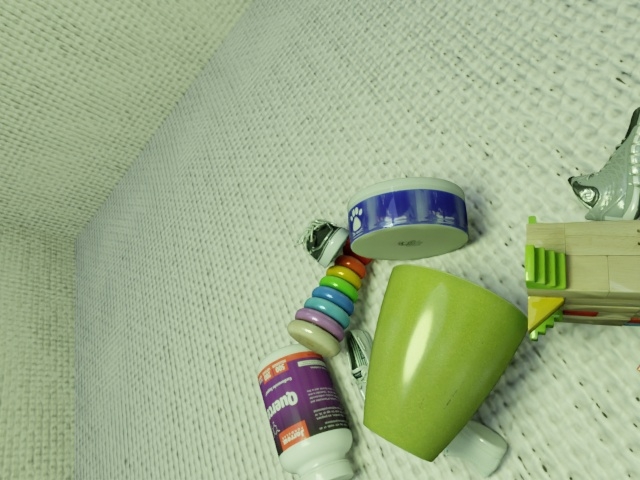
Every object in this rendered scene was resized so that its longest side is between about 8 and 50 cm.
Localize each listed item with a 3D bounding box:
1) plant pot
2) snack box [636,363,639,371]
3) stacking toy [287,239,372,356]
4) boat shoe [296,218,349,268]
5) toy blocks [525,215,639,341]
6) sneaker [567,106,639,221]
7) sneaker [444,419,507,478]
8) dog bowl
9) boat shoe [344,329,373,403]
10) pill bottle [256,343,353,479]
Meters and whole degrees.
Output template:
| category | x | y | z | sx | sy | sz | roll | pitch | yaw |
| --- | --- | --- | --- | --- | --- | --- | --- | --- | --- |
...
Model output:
| category | x | y | z | sx | sy | sz | roll | pitch | yaw |
| --- | --- | --- | --- | --- | --- | --- | --- | --- | --- |
| plant pot | 0.201 | 0.238 | 0.818 | 0.274 | 0.274 | 0.294 | 13 | 70 | 45 |
| snack box | 0.542 | 0.214 | 0.648 | 0.100 | 0.141 | 0.037 | 35 | 98 | 44 |
| stacking toy | 0.049 | 0.119 | 1.109 | 0.141 | 0.141 | 0.331 | 4 | 56 | 44 |
| boat shoe | 0.003 | -0.003 | 1.141 | 0.113 | 0.104 | 0.306 | -53 | 2 | -1 |
| toy blocks | 0.462 | 0.063 | 0.664 | 0.260 | 0.381 | 0.191 | -1 | 72 | 27 |
| sneaker | 0.545 | -0.142 | 0.827 | 0.132 | 0.086 | 0.229 | 5 | 79 | 46 |
| sneaker | 0.264 | 0.389 | 0.892 | 0.212 | 0.080 | 0.094 | 33 | 109 | 44 |
| dog bowl | 0.194 | -0.039 | 0.983 | 0.264 | 0.264 | 0.104 | -17 | 65 | 38 |
| boat shoe | 0.104 | 0.324 | 1.058 | 0.083 | 0.075 | 0.226 | -40 | 51 | 25 |
| pill bottle | -0.036 | 0.432 | 1.071 | 0.181 | 0.181 | 0.323 | -43 | 49 | 22 |
